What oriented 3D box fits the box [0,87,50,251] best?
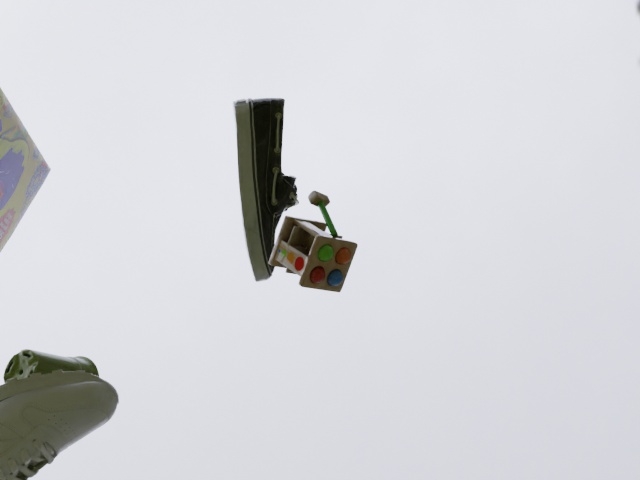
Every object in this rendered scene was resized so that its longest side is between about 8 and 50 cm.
[{"bbox_3d":[-0.429,-0.094,1.049,0.279,0.290,0.177,29,-102,2],"label":"box"}]

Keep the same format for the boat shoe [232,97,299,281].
[{"bbox_3d":[-0.061,-0.060,1.373,0.070,0.078,0.219,-4,-80,-4],"label":"boat shoe"}]

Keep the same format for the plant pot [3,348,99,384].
[{"bbox_3d":[-0.296,0.153,1.251,0.079,0.083,0.083,36,-97,-49],"label":"plant pot"}]

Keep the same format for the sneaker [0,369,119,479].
[{"bbox_3d":[-0.279,0.184,0.981,0.235,0.094,0.090,-20,-37,-6],"label":"sneaker"}]

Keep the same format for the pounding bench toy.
[{"bbox_3d":[0.000,0.000,1.120,0.052,0.065,0.083,10,-75,-41],"label":"pounding bench toy"}]
